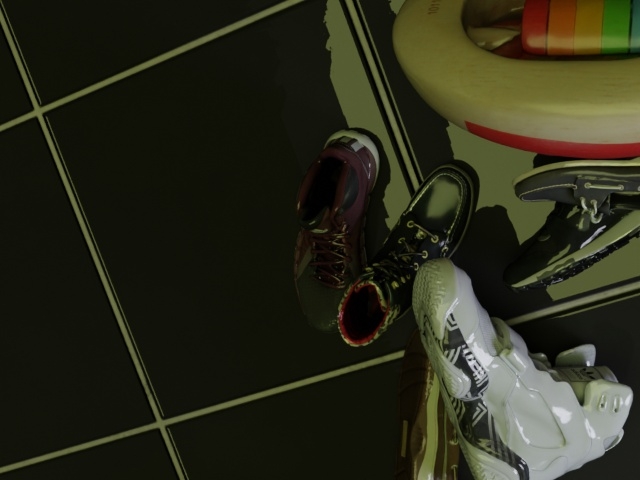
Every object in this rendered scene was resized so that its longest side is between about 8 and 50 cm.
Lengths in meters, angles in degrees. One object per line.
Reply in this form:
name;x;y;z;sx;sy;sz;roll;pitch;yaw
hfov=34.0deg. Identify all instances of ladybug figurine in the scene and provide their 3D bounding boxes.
ladybug figurine;0.307;-0.206;1.184;0.449;0.305;0.162;7;142;20

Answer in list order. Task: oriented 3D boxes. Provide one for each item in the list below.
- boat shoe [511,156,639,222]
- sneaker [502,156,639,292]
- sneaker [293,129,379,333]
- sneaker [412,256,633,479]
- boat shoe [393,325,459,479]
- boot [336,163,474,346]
boat shoe;0.323;-0.055;1.208;0.206;0.075;0.065;-4;77;20
sneaker;0.336;-0.044;1.297;0.283;0.107;0.124;-34;75;17
sneaker;0.000;0.000;1.363;0.106;0.162;0.282;9;103;16
sneaker;0.250;0.154;1.291;0.210;0.137;0.366;-22;115;-2
boat shoe;0.160;0.236;1.415;0.095;0.095;0.258;4;97;-19
boot;0.110;0.022;1.324;0.085;0.178;0.236;32;110;11
